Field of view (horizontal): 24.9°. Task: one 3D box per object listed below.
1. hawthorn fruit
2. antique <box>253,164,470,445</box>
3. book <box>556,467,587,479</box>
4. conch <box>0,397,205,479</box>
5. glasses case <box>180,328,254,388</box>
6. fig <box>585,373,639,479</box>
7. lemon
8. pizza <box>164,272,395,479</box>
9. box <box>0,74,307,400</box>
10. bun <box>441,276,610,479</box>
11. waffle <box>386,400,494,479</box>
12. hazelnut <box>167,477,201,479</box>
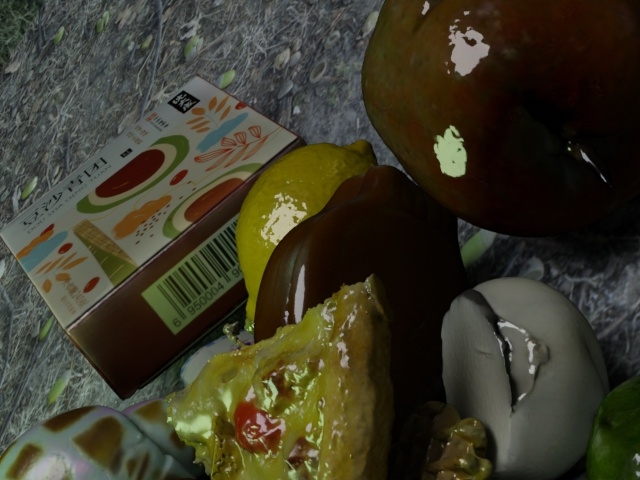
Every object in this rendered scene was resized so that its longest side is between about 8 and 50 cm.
[{"bbox_3d":[0.192,-0.129,1.267,0.268,0.267,0.301,-53,38,10],"label":"hawthorn fruit"},{"bbox_3d":[0.041,0.074,1.343,0.129,0.223,0.278,-16,58,48],"label":"antique"},{"bbox_3d":[0.059,0.277,1.121,0.228,0.018,0.322,-31,-3,39],"label":"book"},{"bbox_3d":[-0.244,0.306,1.604,0.368,0.249,0.197,-36,0,12],"label":"conch"},{"bbox_3d":[-0.050,0.171,1.506,0.125,0.076,0.327,-27,26,-14],"label":"glasses case"},{"bbox_3d":[0.280,0.208,0.946,0.203,0.203,0.235,17,120,60],"label":"fig"},{"bbox_3d":[0.000,0.000,1.516,0.187,0.187,0.244,-5,51,55],"label":"lemon"},{"bbox_3d":[-0.053,0.167,1.211,0.287,0.075,0.280,-1,85,48],"label":"pizza"},{"bbox_3d":[-0.194,-0.021,1.791,0.344,0.122,0.385,-40,29,-7],"label":"box"},{"bbox_3d":[0.178,0.114,1.198,0.173,0.119,0.173,174,90,-74],"label":"bun"},{"bbox_3d":[0.080,0.217,1.187,0.192,0.046,0.161,-58,19,27],"label":"waffle"},{"bbox_3d":[-0.166,0.390,1.282,0.372,0.315,0.372,42,141,48],"label":"hazelnut"}]
